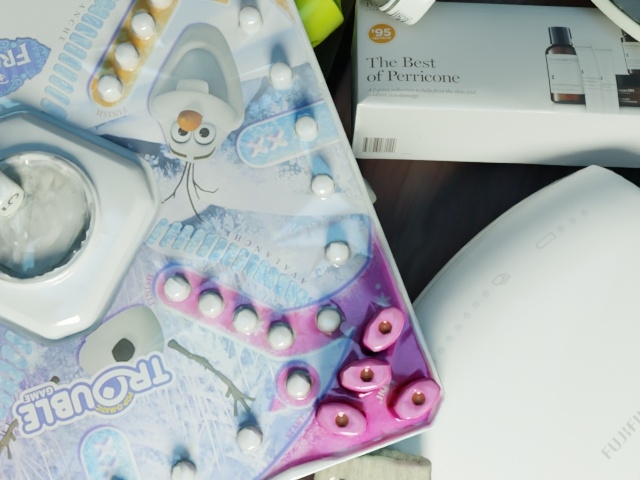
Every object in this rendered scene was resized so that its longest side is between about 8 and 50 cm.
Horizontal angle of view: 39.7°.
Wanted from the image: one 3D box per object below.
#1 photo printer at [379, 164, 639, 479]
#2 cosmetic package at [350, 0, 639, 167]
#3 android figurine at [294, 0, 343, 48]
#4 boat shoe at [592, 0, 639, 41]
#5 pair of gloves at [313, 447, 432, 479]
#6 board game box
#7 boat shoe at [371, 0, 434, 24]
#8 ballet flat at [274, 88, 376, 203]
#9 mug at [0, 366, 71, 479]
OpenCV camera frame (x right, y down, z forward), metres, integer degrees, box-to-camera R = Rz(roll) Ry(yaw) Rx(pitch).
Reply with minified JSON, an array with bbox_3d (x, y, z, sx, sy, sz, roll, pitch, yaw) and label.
[{"bbox_3d":[0.194,0.123,0.577,0.307,0.107,0.256,44,87,2],"label":"photo printer"},{"bbox_3d":[0.141,-0.107,0.597,0.239,0.060,0.099,1,56,-2],"label":"cosmetic package"},{"bbox_3d":[-0.104,-0.209,0.618,0.273,0.056,0.248,-45,88,-4],"label":"android figurine"},{"bbox_3d":[0.216,-0.196,0.574,0.095,0.079,0.254,-26,61,-33],"label":"boat shoe"},{"bbox_3d":[-0.032,0.228,0.565,0.240,0.042,0.204,-7,91,23],"label":"pair of gloves"},{"bbox_3d":[-0.171,-0.014,0.521,0.390,0.050,0.390,-20,79,-4],"label":"board game box"},{"bbox_3d":[0.087,-0.243,0.541,0.070,0.078,0.219,30,94,-18],"label":"boat shoe"},{"bbox_3d":[0.000,0.000,0.605,0.079,0.077,0.221,-3,91,-20],"label":"ballet flat"},{"bbox_3d":[-0.196,0.147,0.567,0.157,0.097,0.129,17,81,4],"label":"mug"}]
